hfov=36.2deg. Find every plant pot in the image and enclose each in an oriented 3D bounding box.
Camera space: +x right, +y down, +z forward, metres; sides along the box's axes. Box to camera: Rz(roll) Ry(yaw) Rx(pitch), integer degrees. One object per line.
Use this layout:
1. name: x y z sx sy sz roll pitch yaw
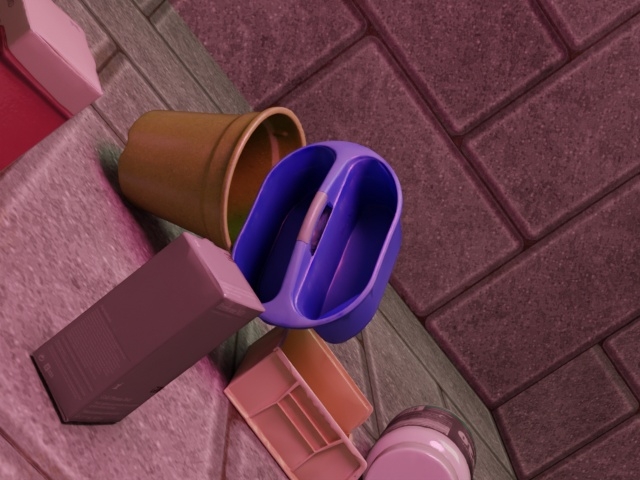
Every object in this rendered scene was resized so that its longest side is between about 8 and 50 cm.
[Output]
1. plant pot: -0.198 -0.118 1.698 0.254 0.276 0.276 15 -7 24

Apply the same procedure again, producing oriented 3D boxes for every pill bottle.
1. pill bottle: 0.193 0.448 1.898 0.204 0.204 0.361 56 11 6

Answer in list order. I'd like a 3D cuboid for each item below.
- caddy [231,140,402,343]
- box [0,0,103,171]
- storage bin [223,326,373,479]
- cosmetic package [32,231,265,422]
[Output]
1. caddy: 0.000 0.000 1.588 0.241 0.341 0.179 14 -24 18
2. box: -0.398 -0.184 1.171 0.127 0.232 0.149 45 14 -46
3. storage bin: -0.024 0.280 1.680 0.260 0.123 0.262 53 10 -5
4. cosmetic package: -0.197 0.105 1.139 0.107 0.238 0.127 58 12 20
